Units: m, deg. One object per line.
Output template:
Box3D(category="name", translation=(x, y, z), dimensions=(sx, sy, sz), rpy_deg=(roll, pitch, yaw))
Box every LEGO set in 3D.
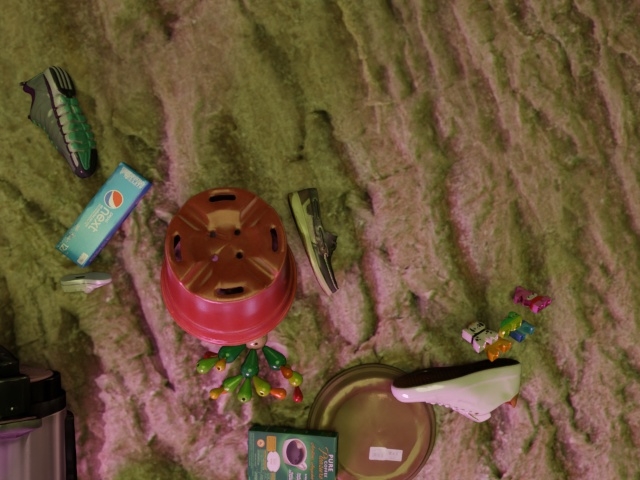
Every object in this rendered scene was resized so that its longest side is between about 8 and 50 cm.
Box3D(category="LEGO set", translation=(0.365, 0.175, 1.427), dimensions=(0.227, 0.093, 0.087), rpy_deg=(-24, 131, -31))

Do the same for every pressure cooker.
Box3D(category="pressure cooker", translation=(-0.620, 0.365, 1.171), dimensions=(0.369, 0.375, 0.421), rpy_deg=(-2, 86, -4))

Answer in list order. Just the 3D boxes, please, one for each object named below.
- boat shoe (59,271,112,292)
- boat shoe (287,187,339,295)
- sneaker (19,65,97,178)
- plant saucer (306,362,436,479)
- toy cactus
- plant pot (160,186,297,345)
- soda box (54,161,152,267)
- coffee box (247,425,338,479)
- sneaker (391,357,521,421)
Box3D(category="boat shoe", translation=(-0.463, 0.087, 1.362), dimensions=(0.100, 0.035, 0.035), rpy_deg=(-6, 119, -10))
Box3D(category="boat shoe", translation=(0.000, -0.001, 1.387), dimensions=(0.073, 0.080, 0.224), rpy_deg=(-21, 89, -1))
Box3D(category="sneaker", translation=(-0.512, -0.220, 1.339), dimensions=(0.098, 0.083, 0.224), rpy_deg=(-18, 88, 15))
Box3D(category="plant saucer", translation=(0.110, 0.396, 1.426), dimensions=(0.277, 0.041, 0.278), rpy_deg=(0, 91, -7))
Box3D(category="toy cactus", translation=(-0.134, 0.237, 1.378), dimensions=(0.218, 0.112, 0.181), rpy_deg=(9, 71, -4))
Box3D(category="plant pot", translation=(-0.168, 0.038, 1.244), dimensions=(0.272, 0.265, 0.273), rpy_deg=(2, 74, -6))
Box3D(category="soda box", translation=(-0.421, -0.050, 1.342), dimensions=(0.067, 0.071, 0.210), rpy_deg=(38, 87, -6))
Box3D(category="coffee box", translation=(-0.055, 0.438, 1.383), dimensions=(0.184, 0.040, 0.113), rpy_deg=(0, 91, 11))
Box3D(category="sneaker", translation=(0.284, 0.321, 1.398), dimensions=(0.290, 0.106, 0.123), rpy_deg=(-4, 96, -17))
